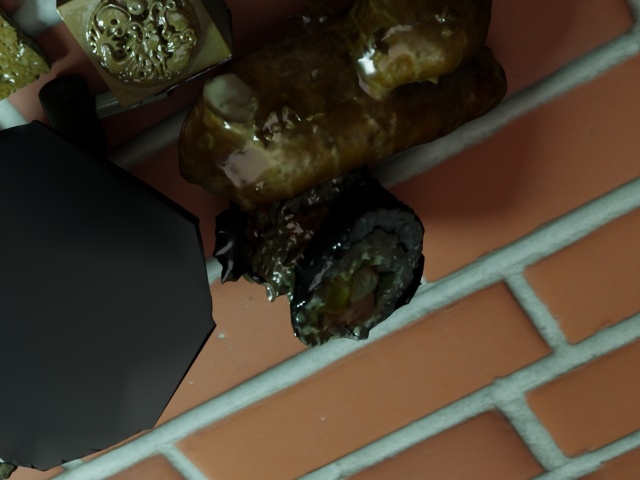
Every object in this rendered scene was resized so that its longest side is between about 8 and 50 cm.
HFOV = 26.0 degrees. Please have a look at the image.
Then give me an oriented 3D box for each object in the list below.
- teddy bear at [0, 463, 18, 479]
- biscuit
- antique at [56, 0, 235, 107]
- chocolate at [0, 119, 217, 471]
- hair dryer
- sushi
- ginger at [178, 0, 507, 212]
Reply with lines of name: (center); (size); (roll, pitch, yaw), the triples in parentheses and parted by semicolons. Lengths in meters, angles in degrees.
teddy bear: (-0.434, 0.204, 1.838); (0.177, 0.140, 0.190); (-41, 123, -30)
biscuit: (-0.419, -0.238, 1.542); (0.131, 0.026, 0.237); (-30, 135, 11)
antique: (-0.190, -0.248, 1.515); (0.147, 0.148, 0.152); (-26, 123, 9)
chocolate: (-0.314, 0.059, 1.613); (0.384, 0.331, 0.383); (0, 95, -2)
hair dryer: (-0.224, -0.163, 1.637); (0.198, 0.057, 0.100); (-19, 129, -1)
sushi: (-0.004, -0.003, 1.706); (0.238, 0.219, 0.225); (-54, 150, -9)
ginger: (0.025, -0.191, 1.547); (0.418, 0.176, 0.254); (-21, 136, -13)
